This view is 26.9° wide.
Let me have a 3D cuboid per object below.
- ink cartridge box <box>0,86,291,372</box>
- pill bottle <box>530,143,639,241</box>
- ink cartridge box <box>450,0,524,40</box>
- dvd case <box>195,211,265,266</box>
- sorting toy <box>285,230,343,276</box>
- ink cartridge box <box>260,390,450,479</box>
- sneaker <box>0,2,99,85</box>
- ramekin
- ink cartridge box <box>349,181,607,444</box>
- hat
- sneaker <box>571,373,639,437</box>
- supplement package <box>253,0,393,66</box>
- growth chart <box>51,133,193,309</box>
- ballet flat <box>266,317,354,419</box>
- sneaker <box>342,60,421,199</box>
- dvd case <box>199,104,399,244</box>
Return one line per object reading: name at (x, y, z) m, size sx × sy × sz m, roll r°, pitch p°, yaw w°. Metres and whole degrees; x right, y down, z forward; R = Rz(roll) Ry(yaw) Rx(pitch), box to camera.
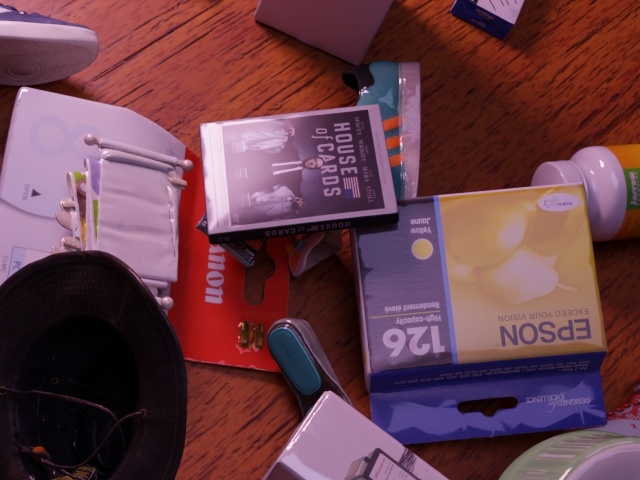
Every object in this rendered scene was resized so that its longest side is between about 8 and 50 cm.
ink cartridge box at (-0.214, -0.011, 1.673) m, size 0.385 × 0.091 × 0.308 m, roll 10°, pitch 58°, yaw -13°
pill bottle at (0.430, -0.069, 1.904) m, size 0.246 × 0.136 × 0.136 m, roll -5°, pitch 63°, yaw -22°
ink cartridge box at (0.284, -0.419, 2.113) m, size 0.097 × 0.046 × 0.207 m, roll 27°, pitch 56°, yaw -4°
dvd case at (-0.102, -0.033, 1.728) m, size 0.087 × 0.013 × 0.119 m, roll 38°, pitch 50°, yaw -14°
sorting toy at (0.000, 0.000, 1.740) m, size 0.083 × 0.075 × 0.045 m, roll -30°, pitch 82°, yaw -41°
ink cartridge box at (0.062, 0.322, 1.508) m, size 0.273 × 0.198 × 0.115 m, roll 36°, pitch 56°, yaw 4°
sneaker at (-0.462, -0.293, 1.726) m, size 0.350 × 0.131 × 0.148 m, roll 1°, pitch 65°, yaw -18°
ramekin at (0.349, 0.369, 1.559) m, size 0.303 × 0.148 × 0.303 m, roll 3°, pitch 78°, yaw -12°
ink cartridge box at (0.200, 0.090, 1.684) m, size 0.303 × 0.072 × 0.307 m, roll -5°, pitch 74°, yaw -3°
hat at (-0.242, 0.179, 1.491) m, size 0.134 × 0.331 × 0.331 m, roll 11°, pitch 48°, yaw -59°
sneaker at (0.413, 0.238, 1.754) m, size 0.270 × 0.090 × 0.145 m, roll 2°, pitch 50°, yaw -12°
supplement package at (0.044, -0.422, 1.881) m, size 0.177 × 0.293 × 0.175 m, roll 24°, pitch 56°, yaw -5°
growth chart at (-0.239, -0.024, 1.617) m, size 0.172 × 0.021 × 0.237 m, roll 19°, pitch 56°, yaw -26°
ballet flat at (0.005, 0.189, 1.645) m, size 0.213 × 0.072 × 0.068 m, roll 63°, pitch 24°, yaw 9°
sneaker at (0.077, -0.110, 1.836) m, size 0.121 × 0.108 × 0.302 m, roll 1°, pitch 65°, yaw 4°
dvd case at (-0.030, -0.086, 1.702) m, size 0.239 × 0.029 × 0.179 m, roll -7°, pitch 56°, yaw -1°
